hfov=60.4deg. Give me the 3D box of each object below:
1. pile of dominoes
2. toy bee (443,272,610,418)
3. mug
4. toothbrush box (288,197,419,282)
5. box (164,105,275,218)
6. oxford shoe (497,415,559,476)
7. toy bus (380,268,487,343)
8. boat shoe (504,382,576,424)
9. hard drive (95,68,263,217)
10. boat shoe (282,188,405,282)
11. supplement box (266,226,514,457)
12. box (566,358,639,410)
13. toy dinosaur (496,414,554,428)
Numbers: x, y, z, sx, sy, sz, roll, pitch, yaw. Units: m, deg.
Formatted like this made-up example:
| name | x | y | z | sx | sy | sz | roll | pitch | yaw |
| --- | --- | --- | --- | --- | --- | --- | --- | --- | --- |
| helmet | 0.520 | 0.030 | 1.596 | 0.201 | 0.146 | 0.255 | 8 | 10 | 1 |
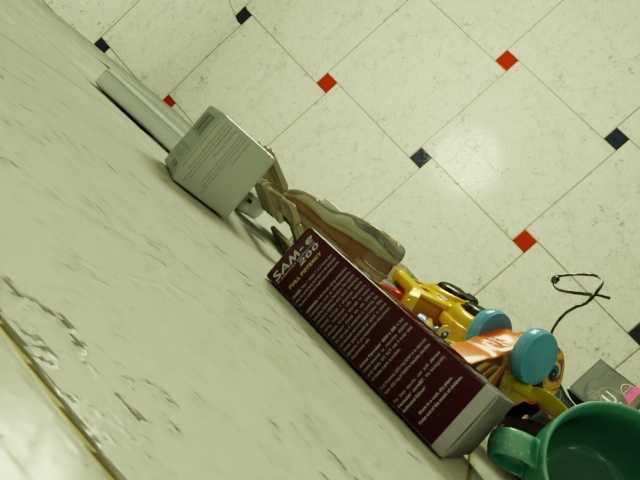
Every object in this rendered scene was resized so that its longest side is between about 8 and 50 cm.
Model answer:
| name | x | y | z | sx | sy | sz | roll | pitch | yaw |
| --- | --- | --- | --- | --- | --- | --- | --- | --- | --- |
| pile of dominoes | -0.056 | -0.065 | 0.836 | 0.251 | 0.040 | 0.195 | -142 | -148 | -65 |
| toy bee | 0.266 | 0.174 | 0.717 | 0.195 | 0.298 | 0.162 | -117 | -165 | -69 |
| mug | 0.246 | 0.215 | 0.509 | 0.157 | 0.129 | 0.097 | 48 | -19 | 26 |
| toothbrush box | 0.085 | 0.057 | 1.157 | 0.216 | 0.126 | 0.295 | 42 | 3 | 23 |
| box | -0.131 | -0.102 | 0.701 | 0.087 | 0.102 | 0.101 | 39 | 2 | -29 |
| oxford shoe | 0.264 | 0.272 | 0.687 | 0.098 | 0.096 | 0.271 | 13 | -11 | 26 |
| toy bus | 0.157 | 0.129 | 0.898 | 0.212 | 0.149 | 0.220 | 28 | 7 | -13 |
| boat shoe | 0.485 | 0.368 | 1.318 | 0.156 | 0.187 | 0.500 | 47 | 6 | -3 |
| hard drive | -0.237 | -0.164 | 0.983 | 0.307 | 0.040 | 0.203 | 42 | 2 | 10 |
| boat shoe | 0.000 | 0.000 | 0.922 | 0.123 | 0.116 | 0.324 | 31 | -1 | -34 |
| supplement box | 0.067 | 0.098 | 0.545 | 0.239 | 0.073 | 0.130 | 41 | 2 | 30 |
| box | 0.686 | 0.466 | 1.422 | 0.143 | 0.165 | 0.270 | 42 | -38 | 32 |
| toy dinosaur | 0.430 | 0.396 | 1.039 | 0.211 | 0.112 | 0.064 | 36 | -15 | 30 |
